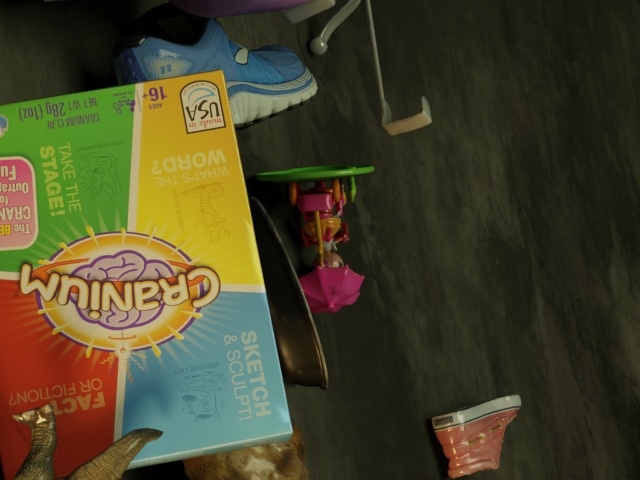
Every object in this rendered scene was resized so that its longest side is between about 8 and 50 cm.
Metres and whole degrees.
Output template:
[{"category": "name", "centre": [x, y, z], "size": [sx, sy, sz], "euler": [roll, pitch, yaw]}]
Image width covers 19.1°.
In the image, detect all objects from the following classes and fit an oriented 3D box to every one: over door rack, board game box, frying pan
[{"category": "over door rack", "centre": [-0.013, -0.279, 2.157], "size": [0.239, 0.108, 0.324], "euler": [45, 18, -43]}, {"category": "board game box", "centre": [-0.169, 0.032, 1.593], "size": [0.064, 0.242, 0.317], "euler": [114, -36, -77]}, {"category": "frying pan", "centre": [-0.050, 0.058, 1.881], "size": [0.326, 0.053, 0.197], "euler": [156, -87, -81]}]

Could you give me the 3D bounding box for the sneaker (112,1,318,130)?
[{"category": "sneaker", "centre": [-0.108, -0.179, 1.930], "size": [0.147, 0.129, 0.330], "euler": [69, 22, -2]}]

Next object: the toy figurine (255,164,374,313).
[{"category": "toy figurine", "centre": [0.000, 0.000, 2.090], "size": [0.173, 0.130, 0.159], "euler": [-67, 153, -85]}]

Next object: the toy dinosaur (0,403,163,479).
[{"category": "toy dinosaur", "centre": [-0.250, 0.221, 1.441], "size": [0.313, 0.121, 0.160], "euler": [-20, 96, -47]}]

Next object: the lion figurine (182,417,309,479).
[{"category": "lion figurine", "centre": [-0.105, 0.105, 1.776], "size": [0.240, 0.142, 0.392], "euler": [42, 35, -58]}]

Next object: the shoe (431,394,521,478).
[{"category": "shoe", "centre": [0.199, 0.241, 2.343], "size": [0.178, 0.063, 0.081], "euler": [-9, 84, -57]}]

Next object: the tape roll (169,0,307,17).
[{"category": "tape roll", "centre": [-0.083, -0.354, 1.828], "size": [0.090, 0.274, 0.275], "euler": [-11, 85, -41]}]
